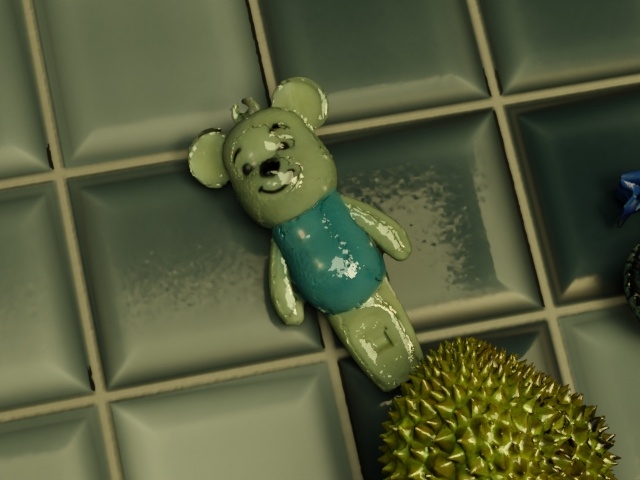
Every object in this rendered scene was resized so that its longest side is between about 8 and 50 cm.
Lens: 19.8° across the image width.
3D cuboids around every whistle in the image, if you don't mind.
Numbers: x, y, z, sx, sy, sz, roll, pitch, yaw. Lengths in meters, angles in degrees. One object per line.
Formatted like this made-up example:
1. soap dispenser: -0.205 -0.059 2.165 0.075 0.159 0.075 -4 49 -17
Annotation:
1. whistle: 0.000 0.000 1.302 0.114 0.077 0.235 -31 83 5

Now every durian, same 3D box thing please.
1. durian: 0.121 0.158 1.232 0.146 0.159 0.198 -44 116 -7

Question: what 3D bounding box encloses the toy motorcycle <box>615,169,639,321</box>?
1. toy motorcycle: 0.369 0.014 1.327 0.315 0.113 0.169 9 62 4
